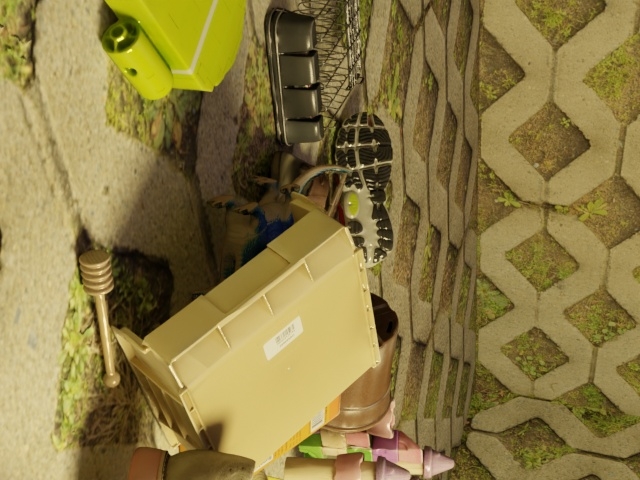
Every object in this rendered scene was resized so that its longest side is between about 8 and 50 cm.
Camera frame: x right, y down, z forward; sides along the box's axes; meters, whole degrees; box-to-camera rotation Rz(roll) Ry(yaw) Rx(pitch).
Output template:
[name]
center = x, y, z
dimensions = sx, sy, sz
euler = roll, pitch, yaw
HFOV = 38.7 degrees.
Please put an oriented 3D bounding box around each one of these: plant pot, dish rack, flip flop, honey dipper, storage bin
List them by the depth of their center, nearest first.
[honey dipper]
center = -0.219, 0.085, 0.925
dimensions = 0.030, 0.030, 0.160
euler = -55, 149, -54
[storage bin]
center = -0.074, 0.118, 1.055
dimensions = 0.262, 0.123, 0.260
euler = -38, 141, -23
[flip flop]
center = -0.020, -0.067, 1.374
dimensions = 0.277, 0.080, 0.112
euler = 12, 87, -73
[plant pot]
center = 0.041, 0.172, 1.378
dimensions = 0.167, 0.167, 0.165
euler = -59, 164, -50
[dish rack]
center = 0.004, -0.286, 1.379
dimensions = 0.271, 0.074, 0.208
euler = -62, 154, -50

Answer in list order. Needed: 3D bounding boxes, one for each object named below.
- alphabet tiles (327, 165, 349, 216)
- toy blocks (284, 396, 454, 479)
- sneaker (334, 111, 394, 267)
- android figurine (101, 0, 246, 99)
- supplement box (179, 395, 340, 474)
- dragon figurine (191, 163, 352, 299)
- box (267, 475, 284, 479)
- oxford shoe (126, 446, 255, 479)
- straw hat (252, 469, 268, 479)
[alphabet tiles]
center = 0.000, 0.000, 1.478
dimensions = 0.198, 0.009, 0.237
euler = 106, 4, -55
[toy blocks]
center = 0.098, 0.344, 1.531
dimensions = 0.309, 0.260, 0.288
euler = -81, 168, -45
[sneaker]
center = 0.063, -0.089, 1.628
dimensions = 0.118, 0.107, 0.279
euler = 158, -67, -74
[android figurine]
center = -0.147, -0.266, 0.949
dimensions = 0.273, 0.056, 0.248
euler = 56, 44, -63
[supplement box]
center = -0.077, 0.242, 1.217
dimensions = 0.233, 0.078, 0.080
euler = -25, 129, -41
[dragon figurine]
center = -0.068, -0.003, 1.194
dimensions = 0.289, 0.085, 0.144
euler = -35, 129, -46
[box]
center = -0.114, 0.375, 1.317
dimensions = 0.232, 0.058, 0.087
euler = 52, 48, -66
[oxford shoe]
center = -0.127, 0.415, 0.964
dimensions = 0.140, 0.147, 0.397
euler = -107, -164, -79
[straw hat]
center = -0.071, 0.388, 1.259
dimensions = 0.144, 0.061, 0.144
euler = 9, 90, -72
